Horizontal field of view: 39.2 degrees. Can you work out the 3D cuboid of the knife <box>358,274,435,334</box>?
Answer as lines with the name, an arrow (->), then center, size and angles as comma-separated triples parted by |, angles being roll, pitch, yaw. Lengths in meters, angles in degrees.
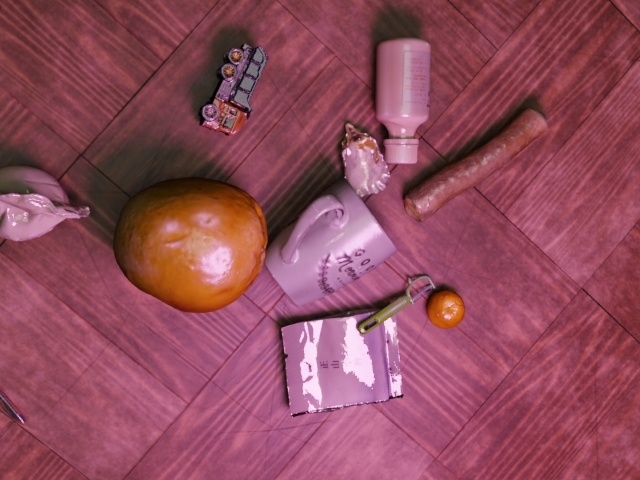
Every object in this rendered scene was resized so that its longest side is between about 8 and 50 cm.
knife -> 0.157, 0.131, 1.891 | 0.212, 0.015, 0.054 | -32, 102, -26

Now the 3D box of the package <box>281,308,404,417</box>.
package -> 0.047, 0.256, 1.894 | 0.250, 0.062, 0.204 | -7, 97, -12

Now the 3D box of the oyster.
oyster -> 0.083, -0.157, 1.873 | 0.146, 0.045, 0.122 | 35, 86, -18

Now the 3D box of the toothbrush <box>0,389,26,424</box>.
toothbrush -> -0.699, 0.251, 1.792 | 0.031, 0.023, 0.321 | -38, 100, -1

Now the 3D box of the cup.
cup -> 0.000, 0.000, 1.776 | 0.234, 0.258, 0.186 | -36, 64, 1

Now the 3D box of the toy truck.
toy truck -> -0.171, -0.303, 1.798 | 0.092, 0.083, 0.192 | 25, 90, -16

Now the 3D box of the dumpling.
dumpling -> -0.571, -0.072, 1.697 | 0.258, 0.193, 0.147 | 10, 89, -7

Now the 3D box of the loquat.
loquat -> -0.244, 0.000, 1.730 | 0.283, 0.276, 0.276 | 21, 92, 10

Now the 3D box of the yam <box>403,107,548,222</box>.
yam -> 0.330, -0.165, 1.900 | 0.356, 0.081, 0.081 | -37, 100, -5

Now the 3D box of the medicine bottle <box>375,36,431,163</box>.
medicine bottle -> 0.168, -0.283, 1.840 | 0.114, 0.114, 0.252 | 0, 95, -9

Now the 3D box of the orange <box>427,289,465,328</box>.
orange -> 0.268, 0.148, 1.919 | 0.083, 0.070, 0.083 | 1, 83, -7
